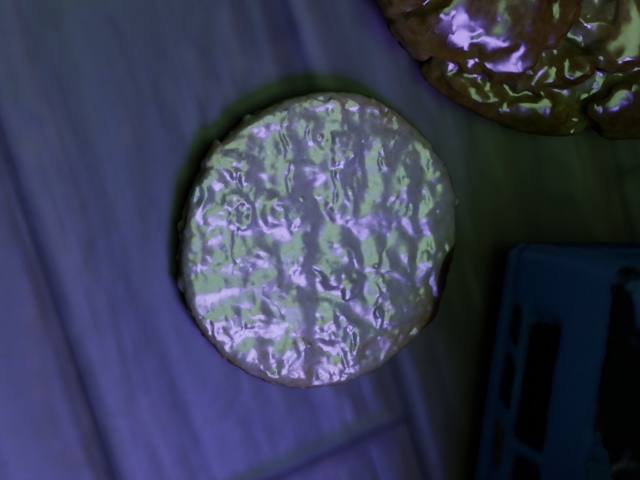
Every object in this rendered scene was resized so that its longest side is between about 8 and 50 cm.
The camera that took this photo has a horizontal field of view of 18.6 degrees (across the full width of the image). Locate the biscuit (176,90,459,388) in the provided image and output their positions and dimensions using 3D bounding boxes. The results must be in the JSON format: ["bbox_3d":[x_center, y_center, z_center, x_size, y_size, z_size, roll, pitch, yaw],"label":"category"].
[{"bbox_3d":[0.000,0.000,0.753,0.120,0.015,0.120,-5,102,-23],"label":"biscuit"}]

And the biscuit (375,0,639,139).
[{"bbox_3d":[0.111,-0.143,0.762,0.226,0.042,0.226,-6,103,-25],"label":"biscuit"}]

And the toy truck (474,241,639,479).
[{"bbox_3d":[0.140,0.192,0.772,0.161,0.162,0.385,1,100,-25],"label":"toy truck"}]
